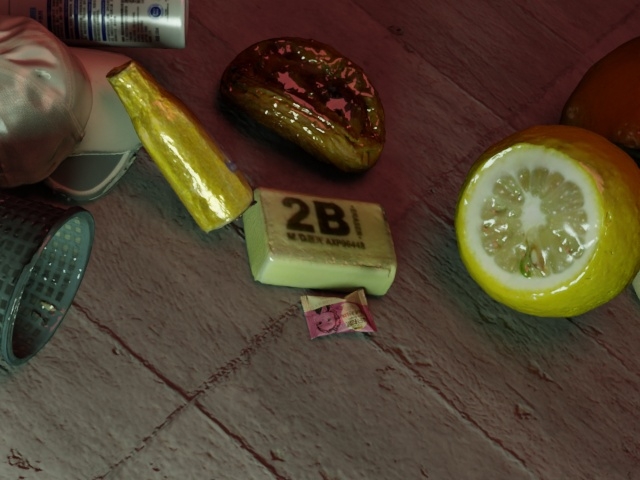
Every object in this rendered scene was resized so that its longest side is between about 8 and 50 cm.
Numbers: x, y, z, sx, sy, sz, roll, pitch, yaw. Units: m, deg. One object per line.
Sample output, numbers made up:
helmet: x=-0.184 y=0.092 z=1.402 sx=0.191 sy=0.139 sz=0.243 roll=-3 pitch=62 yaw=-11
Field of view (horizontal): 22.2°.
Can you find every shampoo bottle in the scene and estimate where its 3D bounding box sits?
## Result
shampoo bottle: x=-0.312 y=-0.277 z=1.959 sx=0.303 sy=0.092 sz=0.092 roll=0 pitch=47 yaw=-1

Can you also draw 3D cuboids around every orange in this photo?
orange: x=0.482 y=-0.186 z=2.248 sx=0.334 sy=0.196 sz=0.262 roll=-23 pitch=20 yaw=-38

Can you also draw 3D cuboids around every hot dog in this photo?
hot dog: x=-0.017 y=-0.176 z=2.063 sx=0.227 sy=0.099 sz=0.160 roll=24 pitch=42 yaw=-2

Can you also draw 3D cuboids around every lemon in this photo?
lemon: x=0.293 y=-0.024 z=1.996 sx=0.240 sy=0.240 sz=0.219 roll=48 pitch=21 yaw=18

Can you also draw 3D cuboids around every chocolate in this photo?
chocolate: x=-0.166 y=-0.112 z=1.867 sx=0.219 sy=0.085 sz=0.086 roll=52 pitch=39 yaw=-20

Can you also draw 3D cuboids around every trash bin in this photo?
trash bin: x=-0.342 y=0.020 z=1.669 sx=0.161 sy=0.175 sz=0.175 roll=22 pitch=42 yaw=10

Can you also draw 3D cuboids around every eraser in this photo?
eraser: x=0.000 y=0.000 z=1.933 sx=0.172 sy=0.058 sz=0.117 roll=7 pitch=48 yaw=-23

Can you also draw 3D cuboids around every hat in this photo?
hat: x=-0.312 y=-0.168 z=1.855 sx=0.275 sy=0.161 sz=0.232 roll=-8 pitch=58 yaw=-38

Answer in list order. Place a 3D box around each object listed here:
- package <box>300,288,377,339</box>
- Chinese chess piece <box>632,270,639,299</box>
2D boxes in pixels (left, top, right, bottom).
package: x=0.021 y=0.085 z=1.888 sx=0.083 sy=0.029 sz=0.059 roll=-6 pitch=60 yaw=-20
Chinese chess piece: x=0.536 y=0.042 z=2.152 sx=0.273 sy=0.102 sz=0.273 roll=15 pitch=44 yaw=-14
